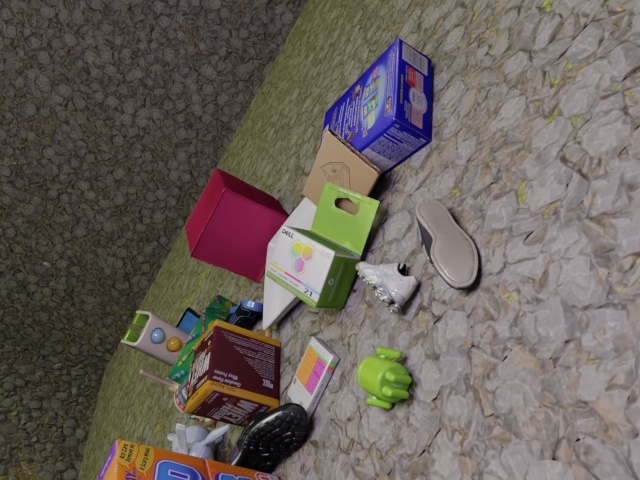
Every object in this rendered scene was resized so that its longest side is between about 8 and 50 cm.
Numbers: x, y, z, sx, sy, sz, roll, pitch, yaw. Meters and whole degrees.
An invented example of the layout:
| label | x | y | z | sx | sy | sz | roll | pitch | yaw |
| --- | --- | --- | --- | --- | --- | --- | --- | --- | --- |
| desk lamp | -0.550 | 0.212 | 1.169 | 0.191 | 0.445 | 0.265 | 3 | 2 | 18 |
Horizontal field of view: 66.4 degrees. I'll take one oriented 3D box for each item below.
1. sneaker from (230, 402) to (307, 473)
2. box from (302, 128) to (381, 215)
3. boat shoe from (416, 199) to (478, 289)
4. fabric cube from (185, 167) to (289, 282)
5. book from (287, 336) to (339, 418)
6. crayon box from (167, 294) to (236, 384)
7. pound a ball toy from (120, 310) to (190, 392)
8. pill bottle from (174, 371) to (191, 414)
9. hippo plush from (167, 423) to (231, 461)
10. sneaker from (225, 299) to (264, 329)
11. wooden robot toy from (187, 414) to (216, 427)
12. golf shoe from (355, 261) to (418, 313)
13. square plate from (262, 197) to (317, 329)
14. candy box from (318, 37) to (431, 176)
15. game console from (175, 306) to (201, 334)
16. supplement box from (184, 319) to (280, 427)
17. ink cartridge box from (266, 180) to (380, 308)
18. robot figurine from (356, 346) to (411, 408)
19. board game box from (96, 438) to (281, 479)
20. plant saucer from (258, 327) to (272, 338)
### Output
| label | x | y | z | sx | sy | sz | roll | pitch | yaw |
| --- | --- | --- | --- | --- | --- | --- | --- | --- | --- |
| sneaker | -0.123 | 0.413 | 1.073 | 0.283 | 0.107 | 0.124 | -53 | 21 | 30 |
| box | 0.044 | -0.137 | 1.167 | 0.021 | 0.164 | 0.201 | -32 | -23 | -41 |
| boat shoe | 0.217 | 0.015 | 0.848 | 0.206 | 0.075 | 0.065 | -103 | 1 | -46 |
| fabric cube | -0.284 | -0.054 | 1.658 | 0.254 | 0.259 | 0.258 | -60 | 27 | 9 |
| book | -0.017 | 0.296 | 1.062 | 0.144 | 0.035 | 0.096 | -64 | 27 | 3 |
| crayon box | -0.400 | 0.339 | 1.665 | 0.278 | 0.081 | 0.165 | -60 | 2 | 12 |
| pound a ball toy | -0.564 | 0.417 | 1.778 | 0.136 | 0.319 | 0.208 | 1 | 59 | 36 |
| pill bottle | -0.375 | 0.457 | 1.534 | 0.180 | 0.108 | 0.108 | -51 | 28 | 29 |
| hippo plush | -0.368 | 0.573 | 1.257 | 0.236 | 0.234 | 0.294 | -171 | 87 | -76 |
| sneaker | -0.235 | 0.243 | 1.500 | 0.232 | 0.081 | 0.090 | -35 | 40 | 59 |
| wooden robot toy | -0.327 | 0.517 | 1.464 | 0.079 | 0.076 | 0.173 | 52 | 120 | 24 |
| golf shoe | 0.132 | 0.074 | 0.957 | 0.086 | 0.069 | 0.176 | -43 | 29 | 0 |
| square plate | -0.052 | 0.031 | 1.362 | 0.344 | 0.049 | 0.347 | -48 | 29 | 34 |
| candy box | 0.126 | -0.288 | 1.217 | 0.317 | 0.122 | 0.268 | -32 | 42 | 49 |
| game console | -0.522 | 0.364 | 1.945 | 0.144 | 0.085 | 0.124 | -57 | 25 | 17 |
| supplement box | -0.214 | 0.336 | 1.224 | 0.129 | 0.191 | 0.194 | -48 | 30 | 33 |
| ink cartridge box | 0.000 | 0.000 | 1.109 | 0.189 | 0.097 | 0.255 | 27 | 103 | 43 |
| robot figurine | 0.105 | 0.233 | 0.830 | 0.115 | 0.067 | 0.101 | 0 | 79 | 64 |
| board game box | -0.242 | 0.622 | 0.812 | 0.356 | 0.356 | 0.356 | -64 | 24 | 0 |
| plant saucer | -0.166 | 0.282 | 1.392 | 0.083 | 0.015 | 0.083 | -45 | 31 | 37 |
